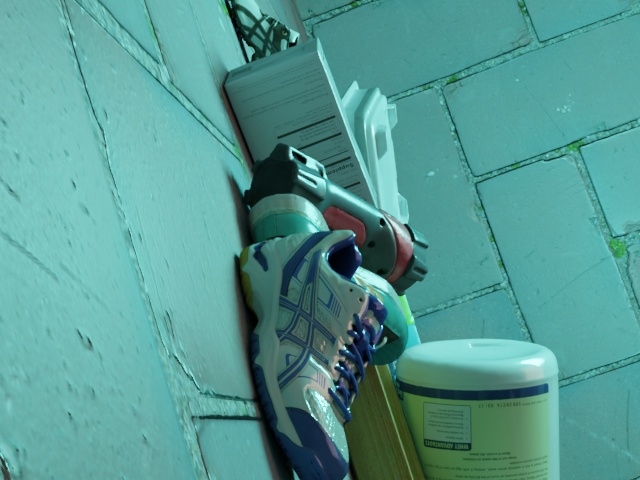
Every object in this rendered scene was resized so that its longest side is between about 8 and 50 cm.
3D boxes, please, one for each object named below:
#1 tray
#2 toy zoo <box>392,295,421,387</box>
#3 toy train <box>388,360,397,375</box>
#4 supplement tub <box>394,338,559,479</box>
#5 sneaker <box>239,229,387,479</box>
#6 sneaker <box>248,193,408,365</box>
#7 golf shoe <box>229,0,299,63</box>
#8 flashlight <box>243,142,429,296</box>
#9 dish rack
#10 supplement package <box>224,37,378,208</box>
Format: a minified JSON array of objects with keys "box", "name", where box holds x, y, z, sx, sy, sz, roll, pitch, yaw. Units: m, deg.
[{"box":[0.079,0.268,1.663,0.203,0.076,0.411,52,20,-74],"name":"tray"},{"box":[0.131,0.236,2.048,0.192,0.030,0.293,133,-57,-63],"name":"toy zoo"},{"box":[0.065,0.139,1.969,0.105,0.080,0.184,28,43,-69],"name":"toy train"},{"box":[0.228,0.318,1.828,0.235,0.235,0.325,-46,135,-84],"name":"supplement tub"},{"box":[0.004,0.098,1.211,0.112,0.131,0.296,67,8,-49],"name":"sneaker"},{"box":[0.012,0.080,1.461,0.302,0.108,0.121,47,27,-41],"name":"sneaker"},{"box":[-0.085,-0.334,2.026,0.077,0.093,0.198,-43,112,-83],"name":"golf shoe"},{"box":[0.022,-0.013,1.559,0.304,0.103,0.103,25,35,-52],"name":"flashlight"},{"box":[0.086,-0.095,1.959,0.333,0.072,0.286,-67,150,-73],"name":"dish rack"},{"box":[-0.022,-0.130,1.708,0.139,0.133,0.244,-90,160,-74],"name":"supplement package"}]
